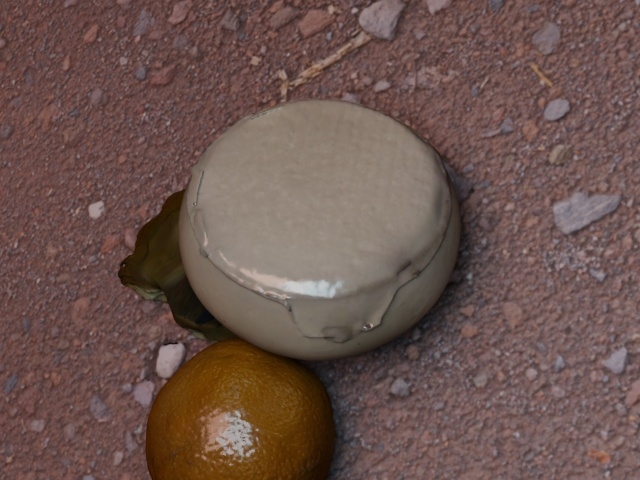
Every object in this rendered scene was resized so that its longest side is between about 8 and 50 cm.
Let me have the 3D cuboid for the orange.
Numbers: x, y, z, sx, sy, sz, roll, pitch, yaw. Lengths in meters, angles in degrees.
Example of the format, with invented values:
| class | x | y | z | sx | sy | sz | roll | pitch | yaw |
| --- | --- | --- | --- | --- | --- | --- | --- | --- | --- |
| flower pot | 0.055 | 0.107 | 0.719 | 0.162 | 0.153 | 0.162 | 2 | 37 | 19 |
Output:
| class | x | y | z | sx | sy | sz | roll | pitch | yaw |
| --- | --- | --- | --- | --- | --- | --- | --- | --- | --- |
| orange | -0.104 | 0.256 | 1.747 | 0.264 | 0.264 | 0.264 | -10 | 69 | 26 |

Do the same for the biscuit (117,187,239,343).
| class | x | y | z | sx | sy | sz | roll | pitch | yaw |
| --- | --- | --- | --- | --- | --- | --- | --- | --- | --- |
| biscuit | -0.157 | 0.039 | 1.944 | 0.335 | 0.078 | 0.329 | -16 | 62 | 21 |

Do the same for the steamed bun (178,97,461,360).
| class | x | y | z | sx | sy | sz | roll | pitch | yaw |
| --- | --- | --- | --- | --- | --- | --- | --- | --- | --- |
| steamed bun | 0.000 | 0.000 | 1.746 | 0.375 | 0.241 | 0.374 | -1 | 54 | 1 |
